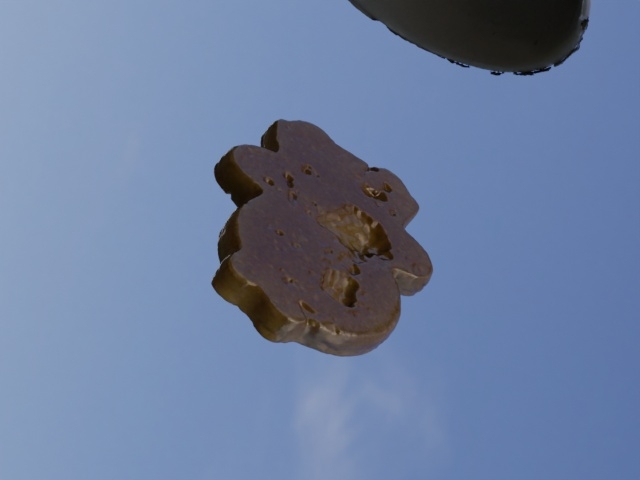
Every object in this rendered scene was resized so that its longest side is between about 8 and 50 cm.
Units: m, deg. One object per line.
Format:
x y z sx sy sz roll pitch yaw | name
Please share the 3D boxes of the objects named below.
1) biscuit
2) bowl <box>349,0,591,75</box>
-0.002 0.002 1.229 0.035 0.184 0.249 -53 -166 33 | biscuit
0.062 -0.169 0.745 0.086 0.189 0.189 -50 -159 -21 | bowl
